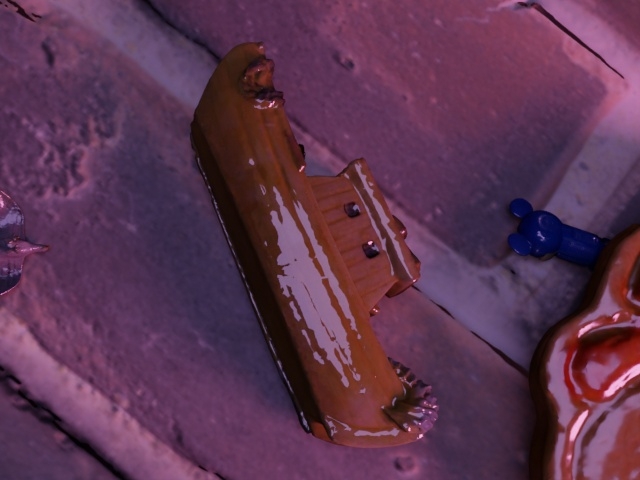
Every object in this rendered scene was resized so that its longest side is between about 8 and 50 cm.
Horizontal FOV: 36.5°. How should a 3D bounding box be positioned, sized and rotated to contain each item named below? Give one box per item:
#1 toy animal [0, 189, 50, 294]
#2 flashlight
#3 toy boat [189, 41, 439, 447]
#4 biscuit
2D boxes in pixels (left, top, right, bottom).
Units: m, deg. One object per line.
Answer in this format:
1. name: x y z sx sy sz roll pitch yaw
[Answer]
1. toy animal: -0.230 0.003 0.730 0.050 0.028 0.084 3 81 4
2. flashlight: 0.203 0.007 0.768 0.121 0.035 0.057 18 50 -7
3. toy boat: 0.000 0.000 0.723 0.121 0.089 0.321 -21 81 -14
4. biscuit: 0.333 0.138 0.730 0.381 0.074 0.359 -38 94 -9
